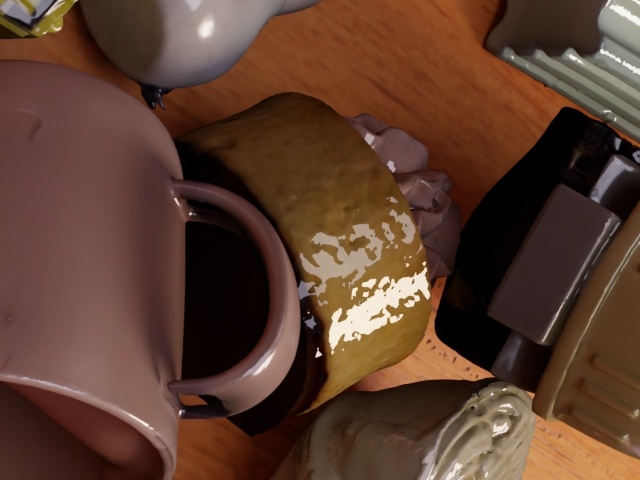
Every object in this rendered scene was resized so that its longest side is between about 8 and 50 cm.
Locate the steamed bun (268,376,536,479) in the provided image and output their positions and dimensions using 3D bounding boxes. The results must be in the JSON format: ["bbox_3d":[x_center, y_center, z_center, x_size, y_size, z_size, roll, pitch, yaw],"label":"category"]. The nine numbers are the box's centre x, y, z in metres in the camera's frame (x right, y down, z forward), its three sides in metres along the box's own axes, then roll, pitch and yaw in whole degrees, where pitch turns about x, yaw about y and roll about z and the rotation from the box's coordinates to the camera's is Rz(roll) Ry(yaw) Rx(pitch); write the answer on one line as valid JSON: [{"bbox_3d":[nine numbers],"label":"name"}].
[{"bbox_3d":[0.033,0.188,1.194,0.211,0.144,0.218,-41,147,-40],"label":"steamed bun"}]

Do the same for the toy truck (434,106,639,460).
[{"bbox_3d":[0.248,0.061,1.203,0.181,0.254,0.405,-59,155,5],"label":"toy truck"}]

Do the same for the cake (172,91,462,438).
[{"bbox_3d":[0.000,0.000,1.111,0.178,0.208,0.185,-22,68,-37],"label":"cake"}]

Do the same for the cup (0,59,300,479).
[{"bbox_3d":[-0.135,0.023,0.950,0.191,0.252,0.200,67,22,-57],"label":"cup"}]

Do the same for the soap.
[{"bbox_3d":[0.232,-0.127,1.307,0.198,0.119,0.067,25,82,-37],"label":"soap"}]

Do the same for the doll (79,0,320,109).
[{"bbox_3d":[-0.060,-0.167,1.086,0.180,0.110,0.107,-41,121,-28],"label":"doll"}]

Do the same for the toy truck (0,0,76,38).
[{"bbox_3d":[-0.122,-0.240,1.008,0.111,0.136,0.286,41,75,-29],"label":"toy truck"}]
